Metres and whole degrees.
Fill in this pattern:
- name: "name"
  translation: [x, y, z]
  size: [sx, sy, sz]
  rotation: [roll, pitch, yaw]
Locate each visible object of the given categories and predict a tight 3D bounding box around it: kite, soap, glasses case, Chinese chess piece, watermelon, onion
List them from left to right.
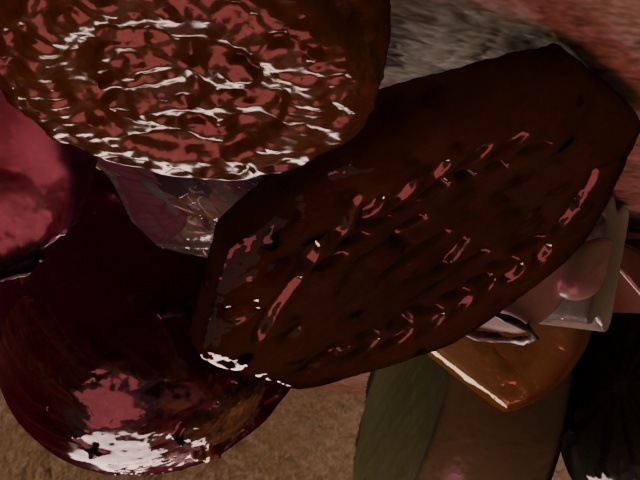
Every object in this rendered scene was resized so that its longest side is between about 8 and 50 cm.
- name: "kite"
  translation: [-0.141, -0.099, 1.378]
  size: [0.204, 0.022, 0.360]
  rotation: [3, 141, 45]
- name: "onion"
  translation: [-0.188, 0.032, 1.930]
  size: [0.385, 0.348, 0.348]
  rotation: [50, -172, 25]
- name: "Chinese chess piece"
  translation: [0.151, 0.180, 2.067]
  size: [0.146, 0.349, 0.349]
  rotation: [17, 170, -11]
- name: "soap"
  translation: [0.166, 0.010, 1.749]
  size: [0.198, 0.119, 0.066]
  rotation: [7, 169, 26]
- name: "glasses case"
  translation: [0.263, 0.010, 1.846]
  size: [0.102, 0.070, 0.193]
  rotation: [46, 164, -14]
- name: "watermelon"
  translation: [0.405, 0.194, 2.077]
  size: [0.279, 0.278, 0.359]
  rotation: [4, 173, 40]

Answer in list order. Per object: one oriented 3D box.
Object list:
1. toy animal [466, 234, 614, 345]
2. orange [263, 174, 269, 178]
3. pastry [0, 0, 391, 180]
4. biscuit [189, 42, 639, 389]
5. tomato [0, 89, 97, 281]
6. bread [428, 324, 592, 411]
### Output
- name: "toy animal"
  translation: [0.070, -0.016, 1.629]
  size: [0.325, 0.154, 0.208]
  rotation: [18, 163, -8]
- name: "orange"
  translation: [-0.034, -0.078, 1.459]
  size: [0.112, 0.160, 0.170]
  rotation: [-34, 152, 18]
- name: "pastry"
  translation: [-0.080, -0.125, 1.066]
  size: [0.235, 0.132, 0.240]
  rotation: [16, 147, -30]
- name: "biscuit"
  translation: [0.070, -0.004, 1.377]
  size: [0.359, 0.046, 0.359]
  rotation: [-22, 152, -12]
- name: "tomato"
  translation: [-0.290, -0.130, 1.268]
  size: [0.335, 0.289, 0.176]
  rotation: [-4, -149, 15]
- name: "bread"
  translation: [0.154, 0.058, 1.866]
  size: [0.217, 0.147, 0.098]
  rotation: [43, -169, 8]
